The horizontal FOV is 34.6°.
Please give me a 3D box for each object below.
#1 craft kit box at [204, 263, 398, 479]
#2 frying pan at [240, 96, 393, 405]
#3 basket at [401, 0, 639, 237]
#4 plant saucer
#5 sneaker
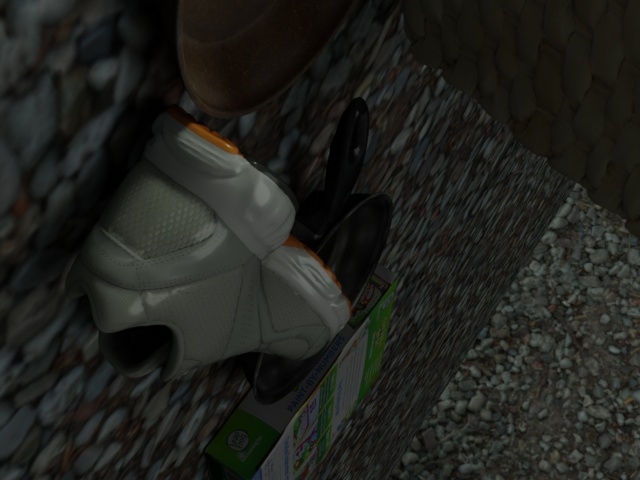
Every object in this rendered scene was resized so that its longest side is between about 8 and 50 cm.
[{"bbox_3d":[-0.016,0.168,1.032,0.246,0.061,0.250,-49,162,-26],"label":"craft kit box"},{"bbox_3d":[-0.015,0.025,0.769,0.197,0.053,0.326,-57,163,-8],"label":"frying pan"},{"bbox_3d":[0.237,-0.191,0.558,0.266,0.328,0.331,-40,158,-15],"label":"basket"},{"bbox_3d":[-0.016,-0.151,0.466,0.198,0.036,0.198,-53,163,-24],"label":"plant saucer"},{"bbox_3d":[-0.065,0.030,0.573,0.121,0.099,0.262,-49,156,-9],"label":"sneaker"}]
